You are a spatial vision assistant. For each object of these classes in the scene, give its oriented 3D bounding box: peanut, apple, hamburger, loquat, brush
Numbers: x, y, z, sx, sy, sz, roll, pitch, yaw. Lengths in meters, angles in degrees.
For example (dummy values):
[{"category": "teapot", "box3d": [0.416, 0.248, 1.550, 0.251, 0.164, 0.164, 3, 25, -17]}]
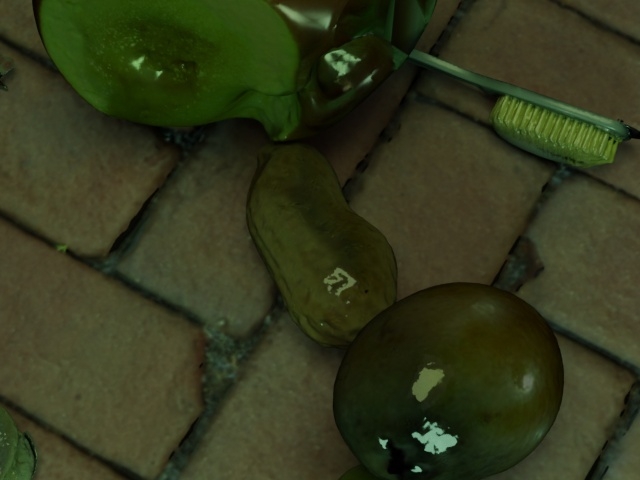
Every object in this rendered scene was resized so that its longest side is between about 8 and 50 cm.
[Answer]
[{"category": "peanut", "box3d": [0.000, 0.000, 1.807, 0.120, 0.110, 0.236, -22, 58, -4]}, {"category": "apple", "box3d": [-0.071, -0.259, 1.803, 0.374, 0.374, 0.384, 36, 100, 16]}, {"category": "hamburger", "box3d": [-0.340, 0.200, 1.746, 0.140, 0.062, 0.133, 28, 66, 15]}, {"category": "loquat", "box3d": [0.114, 0.131, 1.693, 0.227, 0.179, 0.179, -15, 62, -38]}, {"category": "brush", "box3d": [0.175, -0.134, 1.891, 0.297, 0.068, 0.060, 23, 90, 16]}]

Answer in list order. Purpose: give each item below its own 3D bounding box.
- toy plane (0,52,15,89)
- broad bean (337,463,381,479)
[{"category": "toy plane", "box3d": [-0.355, -0.143, 1.920, 0.049, 0.031, 0.121, 39, 75, 26]}, {"category": "broad bean", "box3d": [0.081, 0.276, 1.695, 0.174, 0.082, 0.124, 19, 65, 21]}]
